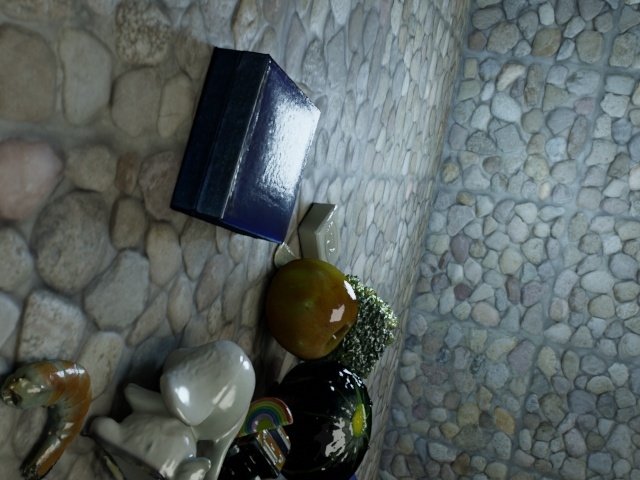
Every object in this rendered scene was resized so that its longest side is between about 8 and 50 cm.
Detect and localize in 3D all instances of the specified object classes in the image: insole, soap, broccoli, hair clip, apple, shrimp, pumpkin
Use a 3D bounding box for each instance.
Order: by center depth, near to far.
[{"bbox_3d":[-0.360,0.231,0.747,0.166,0.049,0.161,-67,161,-5],"label":"shrimp"},{"bbox_3d":[-0.136,0.326,1.068,0.033,0.188,0.060,45,29,-45],"label":"hair clip"},{"bbox_3d":[-0.027,0.156,1.395,0.237,0.207,0.237,-39,155,-23],"label":"apple"},{"bbox_3d":[-0.023,0.437,1.401,0.296,0.295,0.296,13,90,-70],"label":"pumpkin"},{"bbox_3d":[-0.070,0.072,1.469,0.248,0.011,0.081,60,47,-62],"label":"insole"},{"bbox_3d":[0.000,0.000,1.540,0.121,0.063,0.183,-58,152,-38],"label":"soap"},{"bbox_3d":[0.093,0.254,1.682,0.302,0.249,0.376,-51,142,-46],"label":"broccoli"}]

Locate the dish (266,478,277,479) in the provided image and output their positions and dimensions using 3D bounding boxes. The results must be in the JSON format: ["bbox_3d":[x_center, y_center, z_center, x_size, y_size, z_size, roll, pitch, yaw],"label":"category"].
[{"bbox_3d":[-0.196,0.570,1.322,0.229,0.081,0.230,-34,136,-41],"label":"dish"}]

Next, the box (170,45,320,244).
[{"bbox_3d":[-0.119,-0.153,1.054,0.261,0.116,0.279,25,80,-71],"label":"box"}]

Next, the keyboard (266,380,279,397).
[{"bbox_3d":[-0.137,0.451,1.505,0.381,0.041,0.104,-52,150,-38],"label":"keyboard"}]

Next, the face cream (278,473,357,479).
[{"bbox_3d":[-0.020,0.781,1.692,0.249,0.224,0.249,-1,90,-73],"label":"face cream"}]

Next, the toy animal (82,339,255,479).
[{"bbox_3d":[-0.219,0.285,0.959,0.249,0.174,0.290,66,42,-60],"label":"toy animal"}]

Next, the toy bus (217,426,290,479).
[{"bbox_3d":[-0.158,0.407,1.143,0.098,0.200,0.114,59,31,-13],"label":"toy bus"}]
